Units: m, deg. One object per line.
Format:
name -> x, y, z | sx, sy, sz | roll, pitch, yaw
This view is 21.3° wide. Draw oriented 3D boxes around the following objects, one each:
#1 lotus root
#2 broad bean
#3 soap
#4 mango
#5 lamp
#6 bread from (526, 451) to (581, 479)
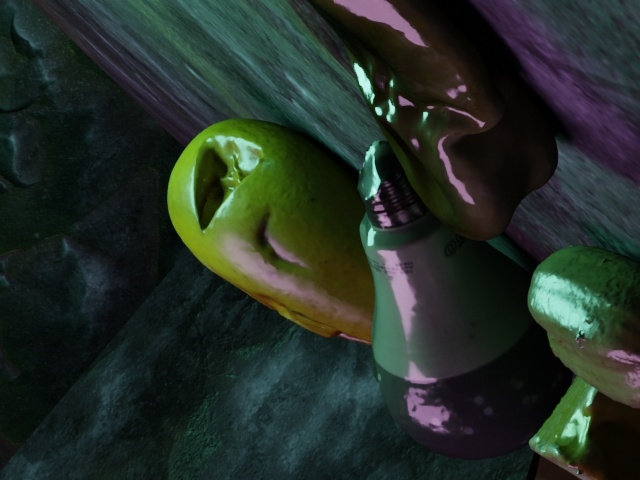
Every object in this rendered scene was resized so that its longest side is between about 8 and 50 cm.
lotus root -> 0.197, 0.056, 1.083 | 0.090, 0.077, 0.183 | 57, 170, -21
broad bean -> 0.051, -0.096, 0.924 | 0.206, 0.072, 0.153 | 55, 168, -28
soap -> 0.315, 0.205, 1.273 | 0.315, 0.091, 0.199 | 32, 176, 5
mango -> 0.000, 0.000, 1.894 | 0.365, 0.182, 0.253 | 29, 172, 7
lamp -> 0.109, 0.067, 1.461 | 0.182, 0.182, 0.314 | 37, 169, 40
bread -> 0.277, 0.241, 1.461 | 0.212, 0.224, 0.142 | 0, 153, 37
